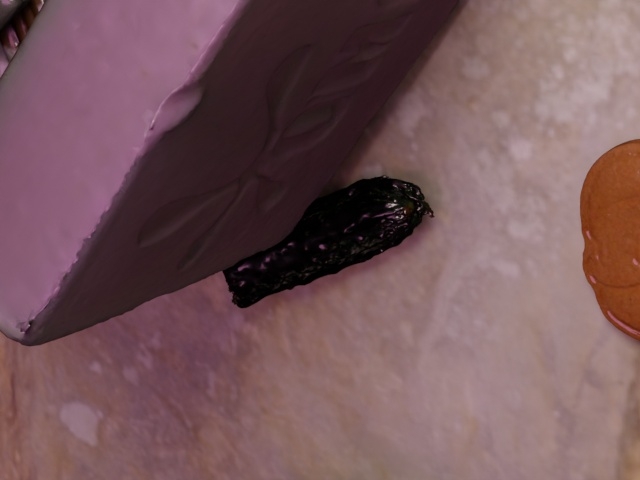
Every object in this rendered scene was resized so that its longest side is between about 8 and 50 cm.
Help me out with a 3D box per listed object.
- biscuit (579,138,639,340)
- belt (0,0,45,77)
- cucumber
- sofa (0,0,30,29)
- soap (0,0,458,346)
[{"bbox_3d":[0.196,0.005,1.130,0.102,0.019,0.130,1,111,37],"label":"biscuit"},{"bbox_3d":[-0.199,-0.131,1.292,0.217,0.122,0.339,-17,98,41],"label":"belt"},{"bbox_3d":[0.000,0.000,1.251,0.181,0.053,0.053,-20,98,37],"label":"cucumber"},{"bbox_3d":[-0.252,-0.141,1.207,0.147,0.060,0.085,-33,87,43],"label":"sofa"},{"bbox_3d":[-0.051,-0.102,1.064,0.107,0.285,0.296,44,122,15],"label":"soap"}]
